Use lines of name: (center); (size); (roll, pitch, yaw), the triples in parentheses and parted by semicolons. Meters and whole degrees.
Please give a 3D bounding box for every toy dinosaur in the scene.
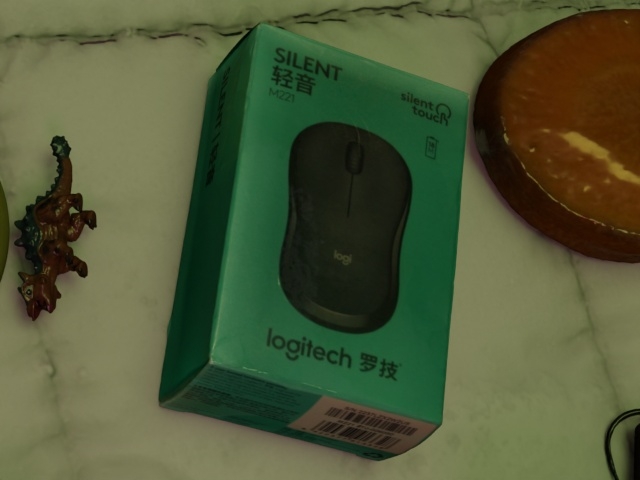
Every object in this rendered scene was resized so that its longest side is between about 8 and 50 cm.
toy dinosaur: (-0.203, -0.011, 1.201); (0.055, 0.049, 0.154); (-4, 65, 15)

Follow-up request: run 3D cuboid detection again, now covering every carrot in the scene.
carrot: (0.287, -0.102, 1.466); (0.307, 0.100, 0.258); (-3, 67, -26)

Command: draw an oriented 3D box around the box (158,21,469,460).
box: (0.000, 0.000, 1.262); (0.205, 0.118, 0.311); (18, 62, -21)

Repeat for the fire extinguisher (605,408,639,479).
fire extinguisher: (0.286, 0.205, 1.365); (0.078, 0.045, 0.157); (8, 65, 0)

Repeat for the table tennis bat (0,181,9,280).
table tennis bat: (-0.383, -0.069, 1.136); (0.368, 0.054, 0.224); (45, 55, -7)
